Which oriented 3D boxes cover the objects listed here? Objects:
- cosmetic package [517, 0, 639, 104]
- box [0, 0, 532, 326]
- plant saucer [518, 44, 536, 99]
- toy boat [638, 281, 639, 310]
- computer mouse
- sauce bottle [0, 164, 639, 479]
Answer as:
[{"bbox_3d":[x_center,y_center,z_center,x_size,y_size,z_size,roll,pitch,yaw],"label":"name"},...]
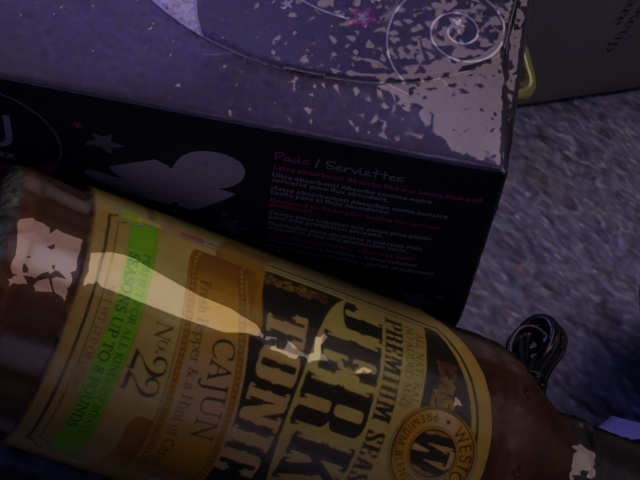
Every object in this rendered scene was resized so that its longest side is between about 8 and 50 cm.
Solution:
[{"bbox_3d":[0.167,-0.186,1.075,0.309,0.160,0.113,-12,55,-45],"label":"cosmetic package"},{"bbox_3d":[-0.039,-0.083,0.685,0.247,0.142,0.163,12,61,1],"label":"box"},{"bbox_3d":[0.012,-0.152,0.887,0.188,0.045,0.188,-9,78,-29],"label":"plant saucer"},{"bbox_3d":[0.302,0.094,0.807,0.318,0.148,0.267,47,8,3],"label":"toy boat"},{"bbox_3d":[0.173,0.116,0.805,0.193,0.042,0.106,32,33,-1],"label":"computer mouse"},{"bbox_3d":[0.012,0.072,0.665,0.344,0.111,0.111,19,36,-18],"label":"sauce bottle"}]
